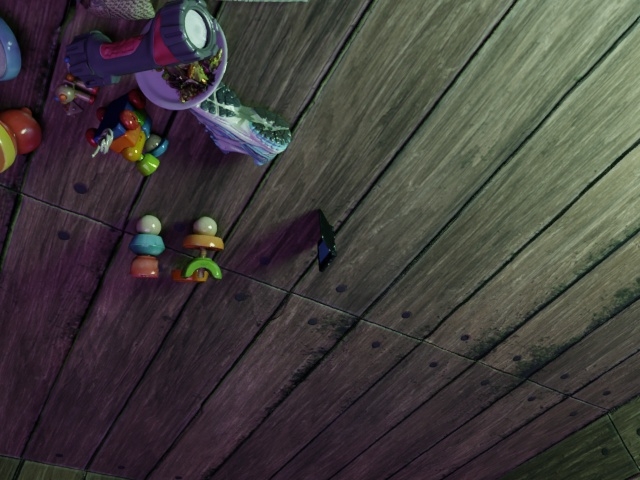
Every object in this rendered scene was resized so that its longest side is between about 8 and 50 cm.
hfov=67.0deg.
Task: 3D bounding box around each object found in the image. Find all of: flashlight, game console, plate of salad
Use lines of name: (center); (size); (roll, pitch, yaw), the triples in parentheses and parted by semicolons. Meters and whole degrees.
flashlight: (-0.329, -0.353, 0.864); (0.304, 0.103, 0.103); (3, 154, 27)
game console: (0.000, 0.000, 1.245); (0.071, 0.122, 0.107); (25, 124, -21)
plate of salad: (-0.273, -0.350, 0.919); (0.200, 0.048, 0.199); (0, 90, 13)

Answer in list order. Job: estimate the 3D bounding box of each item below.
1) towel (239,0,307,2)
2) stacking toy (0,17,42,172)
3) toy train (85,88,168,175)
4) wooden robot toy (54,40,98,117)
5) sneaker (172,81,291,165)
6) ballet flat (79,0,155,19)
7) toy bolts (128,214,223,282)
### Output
towel: (-0.126, -0.542, 0.757); (0.324, 0.056, 0.312); (-14, 141, -32)
stacking toy: (-0.706, -0.321, 0.971); (0.280, 0.130, 0.308); (21, 126, 12)
toy train: (-0.389, -0.186, 0.985); (0.105, 0.248, 0.143); (-23, 132, 14)
wooden robot toy: (-0.499, -0.308, 0.981); (0.076, 0.079, 0.173); (22, 125, -21)
sneaker: (-0.212, -0.248, 1.039); (0.283, 0.110, 0.122); (29, 135, -19)
ballet flat: (-0.280, -0.579, 0.749); (0.182, 0.164, 0.482); (-3, 139, -31)
toy bolts: (-0.378, 0.021, 1.261); (0.229, 0.158, 0.218); (5, 170, -21)
